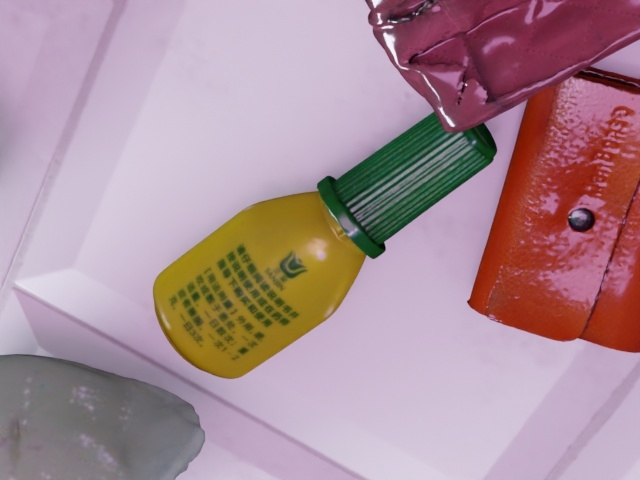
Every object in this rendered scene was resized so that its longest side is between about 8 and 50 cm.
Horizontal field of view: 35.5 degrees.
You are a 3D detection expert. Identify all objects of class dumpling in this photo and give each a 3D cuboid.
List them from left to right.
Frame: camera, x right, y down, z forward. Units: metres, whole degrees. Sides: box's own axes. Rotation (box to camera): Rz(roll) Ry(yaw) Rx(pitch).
[{"bbox_3d":[-0.251,0.230,0.874,0.320,0.212,0.270,-49,59,39],"label":"dumpling"}]

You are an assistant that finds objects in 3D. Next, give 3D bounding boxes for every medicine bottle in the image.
[{"bbox_3d":[0.000,0.000,0.775,0.309,0.076,0.111,-35,102,24],"label":"medicine bottle"}]

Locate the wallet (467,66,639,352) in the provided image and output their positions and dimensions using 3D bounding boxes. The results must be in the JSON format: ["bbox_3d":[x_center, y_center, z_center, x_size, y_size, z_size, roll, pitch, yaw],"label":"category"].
[{"bbox_3d":[0.202,-0.021,0.737,0.142,0.045,0.204,15,115,6],"label":"wallet"}]

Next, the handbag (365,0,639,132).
[{"bbox_3d":[0.140,-0.176,0.631,0.225,0.146,0.135,-25,111,21],"label":"handbag"}]
